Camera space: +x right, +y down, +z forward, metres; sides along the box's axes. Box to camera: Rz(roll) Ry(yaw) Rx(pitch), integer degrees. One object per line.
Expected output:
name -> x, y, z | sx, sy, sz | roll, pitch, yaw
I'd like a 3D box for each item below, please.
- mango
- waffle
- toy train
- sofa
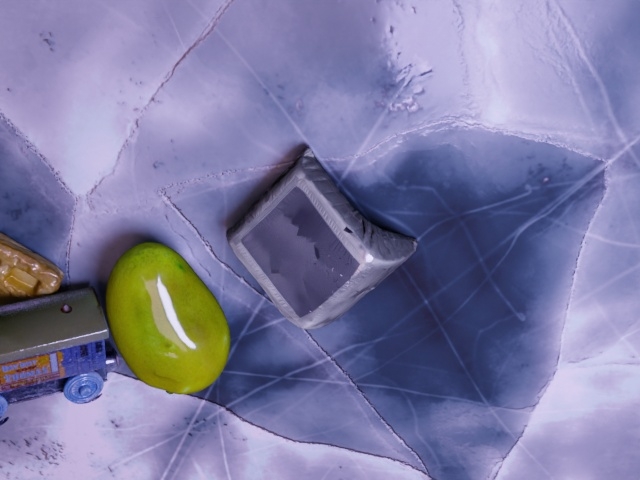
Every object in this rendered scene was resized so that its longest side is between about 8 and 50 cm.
mango -> -0.261, 0.132, 1.366 | 0.185, 0.149, 0.273 | -22, 109, 24
waffle -> -0.568, 0.108, 1.431 | 0.168, 0.057, 0.274 | 30, 117, -12
toy train -> -0.494, 0.195, 1.377 | 0.300, 0.131, 0.202 | -13, 134, -22
sofa -> 0.000, 0.000, 1.309 | 0.225, 0.176, 0.210 | 49, 115, 11
